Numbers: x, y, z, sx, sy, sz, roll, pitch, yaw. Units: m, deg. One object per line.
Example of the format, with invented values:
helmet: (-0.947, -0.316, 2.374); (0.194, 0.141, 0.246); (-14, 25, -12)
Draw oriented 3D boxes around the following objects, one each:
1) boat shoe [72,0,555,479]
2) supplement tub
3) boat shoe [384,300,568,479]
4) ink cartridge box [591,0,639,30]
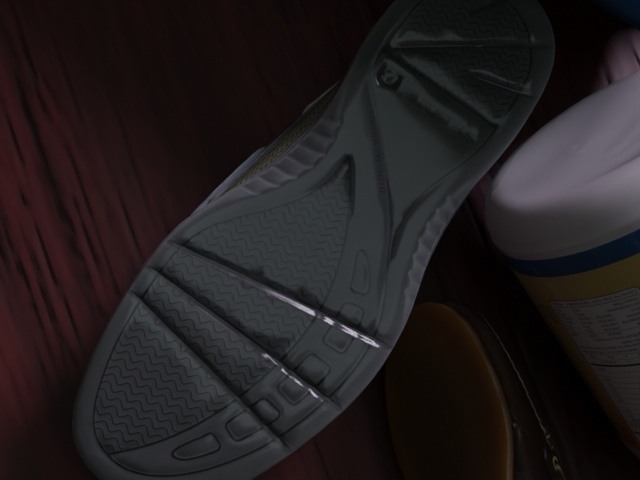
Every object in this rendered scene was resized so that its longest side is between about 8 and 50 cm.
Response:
boat shoe: (-0.001, -0.003, 0.560); (0.118, 0.103, 0.320); (36, 78, -2)
supplement tub: (0.187, 0.026, 0.535); (0.144, 0.144, 0.200); (-40, 106, -15)
boat shoe: (0.092, 0.130, 0.560); (0.073, 0.073, 0.207); (-6, 80, -49)
ink cartridge box: (0.123, -0.266, 0.539); (0.270, 0.197, 0.198); (33, 94, 9)
